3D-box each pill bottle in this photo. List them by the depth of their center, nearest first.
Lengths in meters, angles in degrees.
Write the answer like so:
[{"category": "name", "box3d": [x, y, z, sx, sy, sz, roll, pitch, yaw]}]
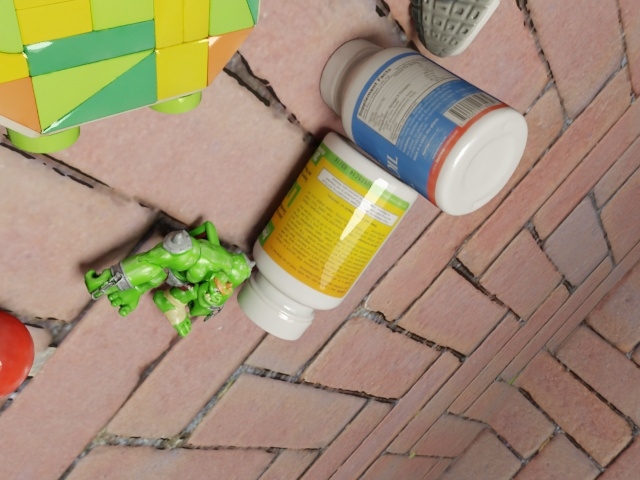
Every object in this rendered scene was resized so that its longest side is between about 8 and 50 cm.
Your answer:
[{"category": "pill bottle", "box3d": [0.101, -0.134, 0.669, 0.124, 0.221, 0.124, -27, 141, -25]}, {"category": "pill bottle", "box3d": [0.000, 0.000, 0.773, 0.136, 0.136, 0.246, 17, 111, -52]}]

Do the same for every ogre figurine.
[{"category": "ogre figurine", "box3d": [-0.158, 0.041, 0.699, 0.118, 0.097, 0.197, -36, 133, 17]}]

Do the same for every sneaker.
[{"category": "sneaker", "box3d": [0.203, -0.341, 0.673, 0.129, 0.111, 0.297, -11, 134, -47]}]

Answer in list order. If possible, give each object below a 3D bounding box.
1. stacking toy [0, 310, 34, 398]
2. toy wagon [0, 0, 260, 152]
[{"category": "stacking toy", "box3d": [-0.357, 0.057, 0.485, 0.141, 0.141, 0.330, -40, 151, -9]}, {"category": "toy wagon", "box3d": [-0.129, -0.212, 0.463, 0.344, 0.068, 0.267, -26, 146, -32]}]
